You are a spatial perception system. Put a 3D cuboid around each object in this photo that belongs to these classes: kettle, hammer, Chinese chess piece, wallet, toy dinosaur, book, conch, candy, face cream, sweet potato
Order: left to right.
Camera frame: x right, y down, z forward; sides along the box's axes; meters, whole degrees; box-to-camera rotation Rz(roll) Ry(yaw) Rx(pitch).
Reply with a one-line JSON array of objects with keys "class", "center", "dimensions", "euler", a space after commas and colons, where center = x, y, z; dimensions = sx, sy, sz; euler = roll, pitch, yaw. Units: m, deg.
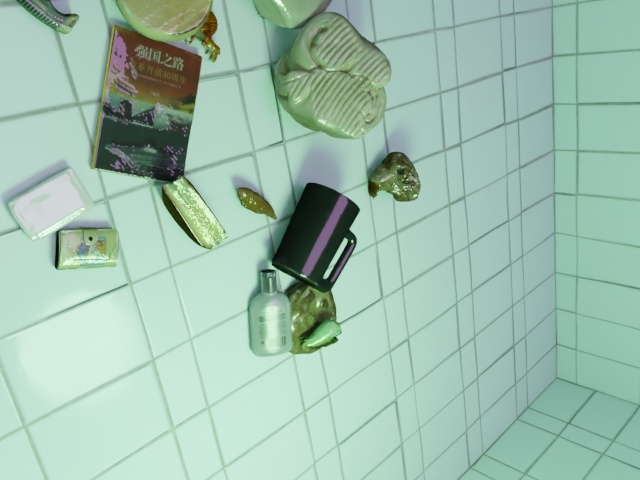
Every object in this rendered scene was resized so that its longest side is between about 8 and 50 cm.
[{"class": "hammer", "center": [-0.668, -0.559, 1.323], "dimensions": [0.226, 0.041, 0.159], "euler": [37, 73, -42]}, {"class": "wallet", "center": [-0.664, -0.089, 1.437], "dimensions": [0.183, 0.032, 0.124], "euler": [-40, 124, -28]}, {"class": "wallet", "center": [-0.604, 0.020, 1.511], "dimensions": [0.155, 0.039, 0.110], "euler": [-3, 102, -44]}, {"class": "book", "center": [-0.464, -0.353, 1.573], "dimensions": [0.262, 0.028, 0.374], "euler": [7, 94, -42]}, {"class": "Chinese chess piece", "center": [-0.399, -0.636, 1.479], "dimensions": [0.250, 0.097, 0.251], "euler": [-4, 99, -24]}, {"class": "toy dinosaur", "center": [-0.328, -0.621, 1.622], "dimensions": [0.142, 0.057, 0.212], "euler": [7, 94, -45]}, {"class": "sweet potato", "center": [-0.205, -0.117, 1.852], "dimensions": [0.068, 0.060, 0.206], "euler": [-40, 136, 17]}, {"class": "face cream", "center": [-0.169, 0.241, 1.937], "dimensions": [0.144, 0.071, 0.291], "euler": [-8, 104, -19]}, {"class": "candy", "center": [-0.079, -0.857, 1.729], "dimensions": [0.427, 0.186, 0.386], "euler": [-54, 126, -26]}, {"class": "kettle", "center": [-0.013, -0.006, 1.980], "dimensions": [0.308, 0.203, 0.262], "euler": [-64, 158, -8]}, {"class": "conch", "center": [0.005, 0.350, 2.085], "dimensions": [0.170, 0.079, 0.106], "euler": [-30, 118, -16]}]

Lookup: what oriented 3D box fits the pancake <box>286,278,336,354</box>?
[{"class": "pancake", "center": [-0.045, 0.272, 2.092], "dimensions": [0.294, 0.049, 0.295], "euler": [-16, 113, -42]}]

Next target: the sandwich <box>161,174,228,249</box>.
[{"class": "sandwich", "center": [-0.373, -0.084, 1.672], "dimensions": [0.094, 0.096, 0.258], "euler": [-43, 127, -21]}]

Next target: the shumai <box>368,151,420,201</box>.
[{"class": "shumai", "center": [0.271, -0.223, 2.216], "dimensions": [0.175, 0.166, 0.206], "euler": [-27, 92, -27]}]

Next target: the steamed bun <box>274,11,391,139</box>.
[{"class": "steamed bun", "center": [0.042, -0.501, 1.867], "dimensions": [0.367, 0.255, 0.342], "euler": [37, 91, -12]}]
